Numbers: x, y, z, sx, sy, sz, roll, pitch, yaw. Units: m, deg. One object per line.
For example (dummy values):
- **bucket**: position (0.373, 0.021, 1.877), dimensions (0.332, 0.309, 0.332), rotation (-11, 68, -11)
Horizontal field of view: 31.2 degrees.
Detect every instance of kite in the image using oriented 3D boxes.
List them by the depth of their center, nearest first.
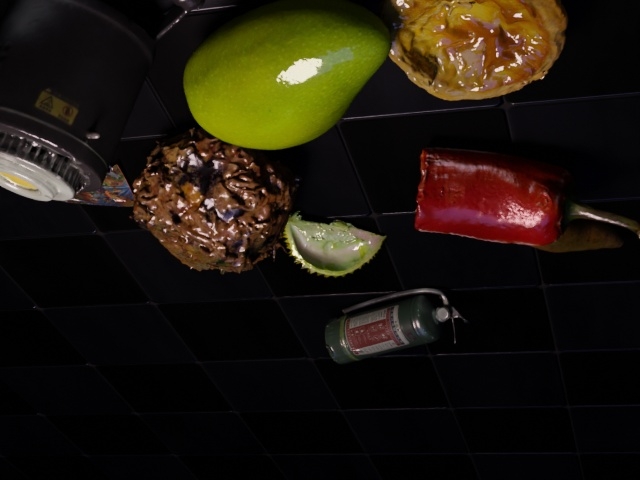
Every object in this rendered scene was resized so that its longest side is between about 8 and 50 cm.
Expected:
- **kite**: position (-0.372, -0.091, 1.900), dimensions (0.160, 0.010, 0.183), rotation (27, 146, -34)

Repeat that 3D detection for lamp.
- **lamp**: position (-0.340, -0.191, 1.492), dimensions (0.205, 0.272, 0.374), rotation (30, 141, -34)

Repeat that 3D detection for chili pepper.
- **chili pepper**: position (0.310, -0.057, 1.696), dimensions (0.338, 0.135, 0.131), rotation (6, 162, 9)

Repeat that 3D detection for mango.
- **mango**: position (-0.039, -0.216, 1.475), dimensions (0.192, 0.156, 0.343), rotation (37, 150, -28)

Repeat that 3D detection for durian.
- **durian**: position (0.000, 0.000, 1.932), dimensions (0.215, 0.086, 0.100), rotation (12, 114, -13)

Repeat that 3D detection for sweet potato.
- **sweet potato**: position (0.374, -0.017, 1.810), dimensions (0.243, 0.077, 0.077), rotation (16, 147, -11)

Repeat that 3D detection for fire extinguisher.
- **fire extinguisher**: position (0.145, 0.155, 2.106), dimensions (0.294, 0.118, 0.093), rotation (-18, 175, 34)

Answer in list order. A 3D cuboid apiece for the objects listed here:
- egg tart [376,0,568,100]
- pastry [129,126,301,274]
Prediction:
- **egg tart**: position (0.185, -0.274, 1.416), dimensions (0.240, 0.106, 0.241), rotation (4, 145, 3)
- **pastry**: position (-0.167, -0.046, 1.758), dimensions (0.274, 0.193, 0.275), rotation (6, 149, 3)
